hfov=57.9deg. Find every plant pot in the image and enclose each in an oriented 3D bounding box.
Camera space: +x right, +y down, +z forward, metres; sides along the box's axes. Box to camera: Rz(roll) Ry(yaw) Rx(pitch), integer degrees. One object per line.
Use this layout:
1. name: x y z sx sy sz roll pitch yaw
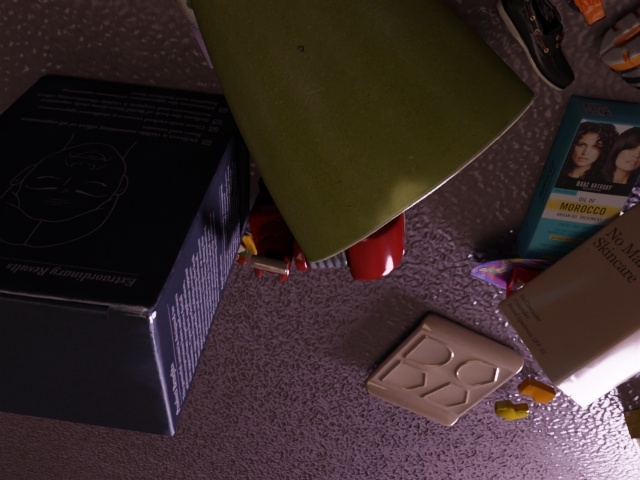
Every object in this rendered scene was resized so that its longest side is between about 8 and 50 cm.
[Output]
1. plant pot: 0.007 -0.176 0.576 0.274 0.275 0.294 -35 97 32

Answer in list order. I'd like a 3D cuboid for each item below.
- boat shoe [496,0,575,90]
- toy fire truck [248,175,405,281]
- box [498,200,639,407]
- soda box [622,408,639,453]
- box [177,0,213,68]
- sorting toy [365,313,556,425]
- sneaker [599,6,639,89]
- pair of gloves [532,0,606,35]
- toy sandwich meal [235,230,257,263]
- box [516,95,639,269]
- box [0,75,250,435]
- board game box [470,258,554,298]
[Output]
1. boat shoe: 0.250 -0.225 0.648 0.042 0.049 0.133 -22 119 43
2. toy fire truck: 0.000 0.000 0.766 0.216 0.246 0.159 -1 131 10
3. box: 0.413 0.062 0.753 0.311 0.148 0.121 -41 133 15
4. soda box: 0.669 0.340 1.072 0.181 0.061 0.058 -22 125 25
5. box: -0.154 -0.347 0.613 0.063 0.067 0.324 -12 127 18
6. sorting toy: 0.267 0.263 1.092 0.307 0.041 0.229 25 125 -12
7. sneaker: 0.413 -0.240 0.611 0.214 0.084 0.083 -29 134 33
8. pair of gloves: 0.273 -0.264 0.651 0.083 0.010 0.074 -20 125 25
9. toy sandwich meal: -0.139 0.012 0.943 0.085 0.029 0.086 5 131 5
10. box: 0.350 -0.065 0.776 0.100 0.060 0.244 7 132 3
11. box: -0.268 -0.007 0.706 0.293 0.396 0.212 8 131 3
12. board game box: 0.311 0.070 0.865 0.168 0.033 0.133 21 157 -31
